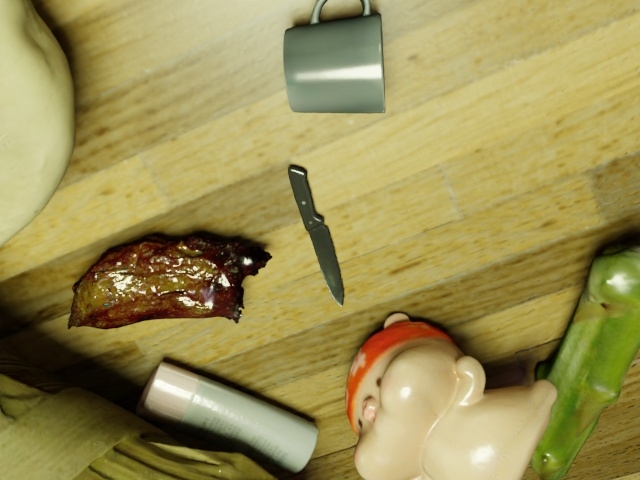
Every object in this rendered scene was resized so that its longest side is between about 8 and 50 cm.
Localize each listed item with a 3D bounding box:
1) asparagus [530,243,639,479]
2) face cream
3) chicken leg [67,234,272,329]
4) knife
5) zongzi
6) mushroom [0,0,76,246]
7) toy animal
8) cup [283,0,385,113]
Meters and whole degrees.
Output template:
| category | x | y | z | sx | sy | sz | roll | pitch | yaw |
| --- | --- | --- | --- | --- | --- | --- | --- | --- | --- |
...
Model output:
| category | x | y | z | sx | sy | sz | roll | pitch | yaw |
| --- | --- | --- | --- | --- | --- | --- | --- | --- | --- |
| asparagus | 0.280 | 0.130 | 0.693 | 0.082 | 0.085 | 0.343 | -3 | 127 | -11 |
| face cream | -0.104 | 0.201 | 0.752 | 0.198 | 0.057 | 0.084 | 27 | 128 | -13 |
| chicken leg | -0.157 | 0.044 | 0.657 | 0.234 | 0.063 | 0.105 | -6 | 116 | 7 |
| knife | 0.000 | 0.000 | 0.658 | 0.023 | 0.010 | 0.170 | -10 | 122 | 13 |
| zongzi | -0.163 | 0.238 | 0.581 | 0.500 | 0.218 | 0.467 | 13 | 145 | 4 |
| mushroom | -0.343 | -0.087 | 0.424 | 0.315 | 0.336 | 0.314 | 2 | 112 | 6 |
| toy animal | 0.116 | 0.173 | 0.671 | 0.198 | 0.171 | 0.171 | 25 | 125 | 27 |
| cup | 0.012 | -0.151 | 0.535 | 0.077 | 0.078 | 0.100 | -2 | 102 | 7 |
